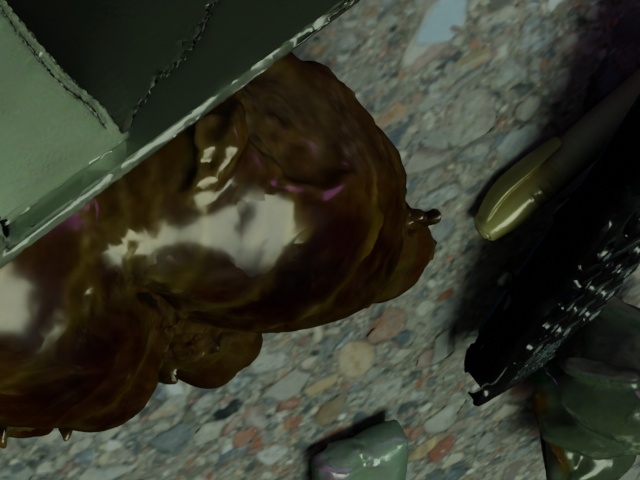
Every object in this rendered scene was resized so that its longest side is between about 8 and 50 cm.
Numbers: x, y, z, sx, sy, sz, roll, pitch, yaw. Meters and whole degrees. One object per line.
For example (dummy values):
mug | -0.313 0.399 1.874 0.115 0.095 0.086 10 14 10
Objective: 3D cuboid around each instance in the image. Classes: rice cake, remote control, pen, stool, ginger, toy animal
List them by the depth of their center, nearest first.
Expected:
stool | -0.119 -0.166 0.668 0.270 0.170 0.243 -36 148 -4
ginger | -0.091 0.016 0.923 0.358 0.152 0.274 -19 142 -23
remote control | 0.216 -0.029 1.186 0.145 0.062 0.398 -27 156 -40
pen | 0.200 -0.084 1.187 0.233 0.032 0.040 -42 132 4
rice cake | 0.028 0.234 1.394 0.080 0.042 0.221 -25 145 -22
toy animal | 0.240 0.165 1.440 0.125 0.127 0.251 -25 148 -23
